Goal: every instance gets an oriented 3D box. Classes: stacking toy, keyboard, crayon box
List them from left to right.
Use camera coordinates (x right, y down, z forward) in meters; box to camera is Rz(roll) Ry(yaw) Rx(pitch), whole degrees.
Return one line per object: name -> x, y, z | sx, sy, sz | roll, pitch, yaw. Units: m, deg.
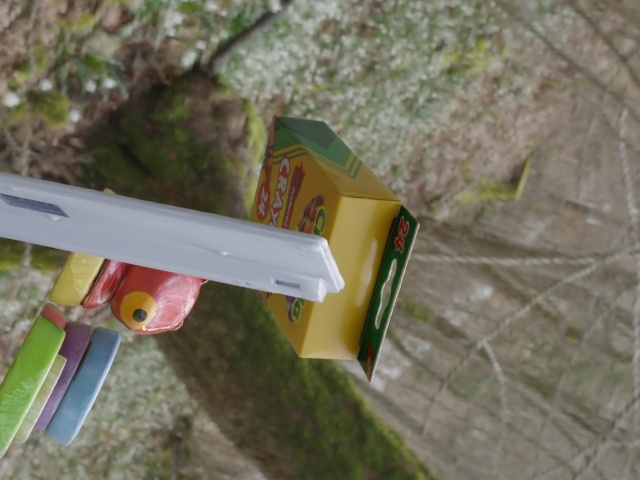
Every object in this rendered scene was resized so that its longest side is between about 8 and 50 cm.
keyboard -> -0.117, -0.014, 0.498 | 0.072, 0.255, 0.014 | 75, 28, -66
stacking toy -> -0.236, 0.140, 1.147 | 0.309, 0.130, 0.280 | -54, -167, 41
crayon box -> 0.000, 0.000, 1.375 | 0.318, 0.081, 0.202 | -129, -131, -59
